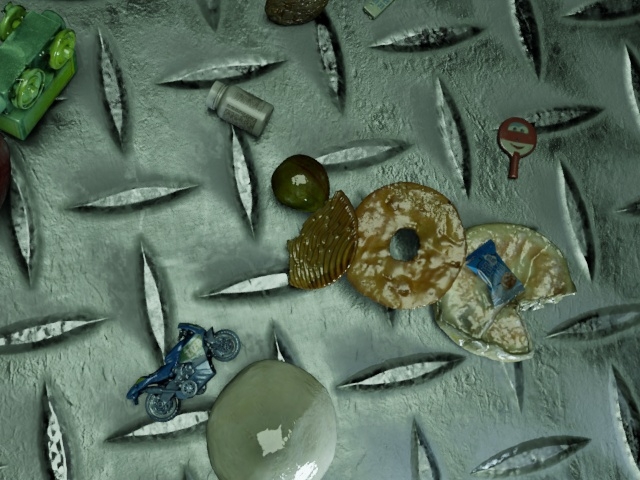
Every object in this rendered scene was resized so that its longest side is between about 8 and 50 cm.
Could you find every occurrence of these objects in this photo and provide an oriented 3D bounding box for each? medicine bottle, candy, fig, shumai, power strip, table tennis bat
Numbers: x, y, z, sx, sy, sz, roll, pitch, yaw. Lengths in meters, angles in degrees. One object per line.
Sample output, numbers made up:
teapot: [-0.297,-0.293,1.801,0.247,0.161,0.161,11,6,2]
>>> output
medicine bottle: [-0.181,-0.295,1.578,0.140,0.079,0.079,27,79,-4]
candy: [0.380,0.075,1.556,0.088,0.038,0.136,-34,89,-22]
fig: [-0.014,-0.078,1.560,0.124,0.124,0.236,-34,99,-11]
shumai: [-0.064,-0.551,1.616,0.139,0.123,0.105,-33,76,2]
power strip: [0.141,-0.567,1.694,0.040,0.016,0.090,44,78,0]
table tennis bat: [0.466,-0.220,1.691,0.098,0.019,0.155,11,78,-6]
candy: [-0.097,0.391,1.440,0.295,0.185,0.296,0,81,-2]

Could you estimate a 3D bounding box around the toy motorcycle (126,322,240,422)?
toy motorcycle: [-0.289,0.261,1.480,0.254,0.092,0.135,-45,81,-2]

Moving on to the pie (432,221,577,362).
pie: [0.402,0.103,1.607,0.337,0.075,0.338,1,80,-3]

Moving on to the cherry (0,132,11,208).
cherry: [-0.738,-0.128,1.418,0.230,0.203,0.301,3,103,0]

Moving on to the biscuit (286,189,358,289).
biscuit: [-0.001,0.000,1.511,0.176,0.031,0.229,14,104,29]

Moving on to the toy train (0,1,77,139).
toy train: [-0.610,-0.349,1.455,0.159,0.188,0.272,26,62,-3]

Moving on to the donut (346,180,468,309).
donut: [0.184,0.017,1.544,0.277,0.108,0.278,-2,78,9]
